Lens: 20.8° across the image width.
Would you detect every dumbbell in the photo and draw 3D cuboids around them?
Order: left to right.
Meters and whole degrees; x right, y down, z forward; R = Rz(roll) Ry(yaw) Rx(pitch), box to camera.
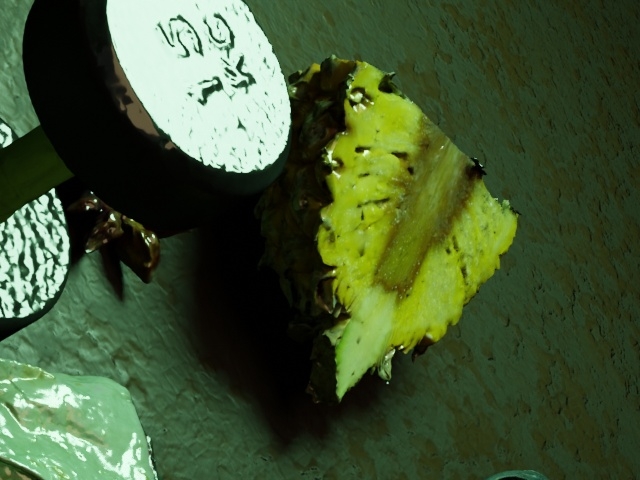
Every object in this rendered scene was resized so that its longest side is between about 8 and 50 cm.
[{"bbox_3d":[-0.198,-0.062,1.266,0.204,0.322,0.203,32,43,-37],"label":"dumbbell"}]

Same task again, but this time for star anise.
[{"bbox_3d":[-0.177,-0.039,1.527,0.168,0.057,0.168,32,50,-48],"label":"star anise"}]

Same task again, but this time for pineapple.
[{"bbox_3d":[-0.001,0.003,1.667,0.344,0.209,0.286,40,73,-48],"label":"pineapple"}]

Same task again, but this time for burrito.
[{"bbox_3d":[-0.225,0.154,1.295,0.229,0.089,0.144,18,39,-48],"label":"burrito"}]

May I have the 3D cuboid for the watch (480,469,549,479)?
[{"bbox_3d":[0.211,0.335,1.772,0.206,0.068,0.193,57,36,0],"label":"watch"}]
